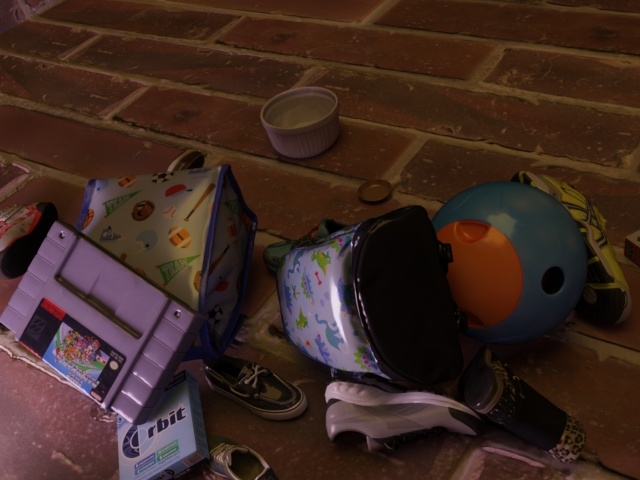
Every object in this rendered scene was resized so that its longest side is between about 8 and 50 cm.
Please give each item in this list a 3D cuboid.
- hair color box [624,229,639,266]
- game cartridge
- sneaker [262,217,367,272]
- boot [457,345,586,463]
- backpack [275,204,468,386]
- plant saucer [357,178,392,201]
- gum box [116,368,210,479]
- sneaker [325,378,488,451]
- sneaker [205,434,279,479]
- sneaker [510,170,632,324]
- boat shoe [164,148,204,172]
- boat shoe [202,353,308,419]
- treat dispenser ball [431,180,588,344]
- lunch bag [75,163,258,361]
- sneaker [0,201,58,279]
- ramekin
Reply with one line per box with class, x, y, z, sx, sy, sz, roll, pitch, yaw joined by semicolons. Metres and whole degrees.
hair color box;0.668;0.035;1.408;0.093;0.053;0.167;-26;42;-12
game cartridge;-0.401;0.144;1.342;0.355;0.068;0.230;30;87;21
sneaker;0.000;0.000;1.583;0.261;0.125;0.104;-6;40;9
boot;0.320;0.264;1.213;0.178;0.085;0.236;33;8;3
backpack;0.068;0.096;1.299;0.273;0.290;0.355;-15;6;-7
plant saucer;0.129;-0.114;1.765;0.083;0.015;0.083;-8;39;7
gum box;-0.278;0.337;1.302;0.157;0.041;0.184;-32;39;8
sneaker;0.137;0.301;1.233;0.271;0.100;0.108;3;66;15
sneaker;-0.138;0.360;1.233;0.192;0.086;0.064;25;53;37
sneaker;0.503;-0.005;1.439;0.147;0.145;0.385;-2;46;-18
boat shoe;-0.353;-0.125;1.872;0.095;0.095;0.257;22;56;17
boat shoe;-0.125;0.261;1.358;0.219;0.070;0.078;13;47;28
treat dispenser ball;0.318;0.039;1.318;0.288;0.288;0.288;-8;40;7
lunch bag;-0.319;0.071;1.484;0.327;0.239;0.386;-7;53;16
sneaker;-0.764;0.003;1.831;0.145;0.090;0.270;-3;37;14
ramekin;-0.047;-0.306;1.968;0.207;0.109;0.207;-8;40;7
